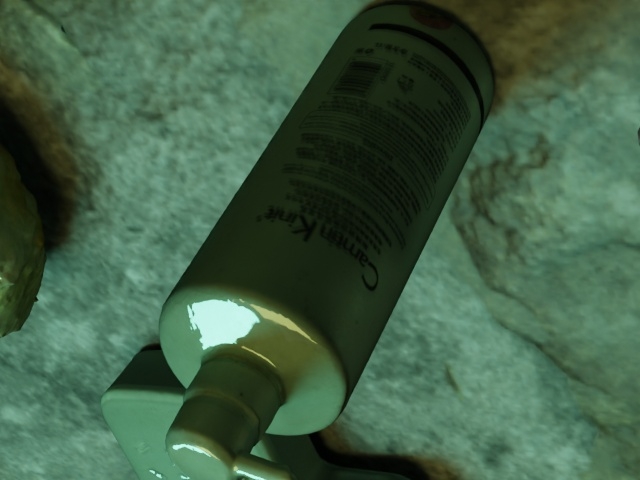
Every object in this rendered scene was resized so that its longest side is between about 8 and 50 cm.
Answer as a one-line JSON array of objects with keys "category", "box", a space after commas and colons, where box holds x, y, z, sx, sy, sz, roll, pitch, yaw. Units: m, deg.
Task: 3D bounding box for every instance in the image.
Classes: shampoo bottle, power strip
[{"category": "shampoo bottle", "box": [0.000, 0.000, 0.637, 0.085, 0.262, 0.085, 15, 135, 15]}, {"category": "power strip", "box": [-0.018, 0.186, 0.970, 0.193, 0.059, 0.265, 0, 129, 33]}]

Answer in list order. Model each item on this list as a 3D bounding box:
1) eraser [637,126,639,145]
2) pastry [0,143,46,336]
[{"category": "eraser", "box": [0.323, 0.053, 0.620, 0.272, 0.122, 0.359, -10, 126, 33]}, {"category": "pastry", "box": [-0.255, -0.018, 0.887, 0.192, 0.093, 0.182, 2, 132, 33]}]
